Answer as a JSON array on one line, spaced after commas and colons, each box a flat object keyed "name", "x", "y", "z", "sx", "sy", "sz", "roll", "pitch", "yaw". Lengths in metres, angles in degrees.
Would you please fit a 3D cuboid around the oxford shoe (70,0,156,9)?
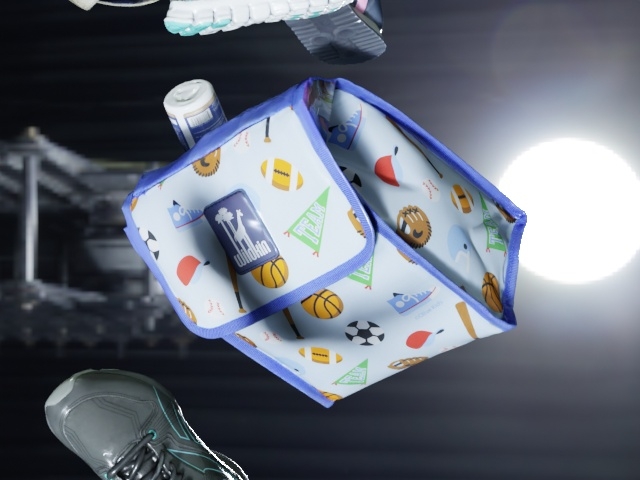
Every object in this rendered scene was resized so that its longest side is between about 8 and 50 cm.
[{"name": "oxford shoe", "x": -0.178, "y": -0.280, "z": 1.333, "sx": 0.130, "sy": 0.123, "sz": 0.348, "roll": 51, "pitch": -151, "yaw": 1}]

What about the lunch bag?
[{"name": "lunch bag", "x": 0.000, "y": 0.000, "z": 1.652, "sx": 0.385, "sy": 0.328, "sz": 0.239, "roll": 39, "pitch": -138, "yaw": -29}]

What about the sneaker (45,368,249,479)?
[{"name": "sneaker", "x": -0.141, "y": 0.212, "z": 1.286, "sx": 0.267, "sy": 0.101, "sz": 0.106, "roll": 41, "pitch": -175, "yaw": -34}]

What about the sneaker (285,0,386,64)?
[{"name": "sneaker", "x": -0.008, "y": -0.315, "z": 1.536, "sx": 0.319, "sy": 0.112, "sz": 0.131, "roll": 55, "pitch": -151, "yaw": -66}]

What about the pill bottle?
[{"name": "pill bottle", "x": -0.151, "y": -0.141, "z": 1.788, "sx": 0.067, "sy": 0.067, "sz": 0.120, "roll": -77, "pitch": -27, "yaw": -49}]

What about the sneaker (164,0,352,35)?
[{"name": "sneaker", "x": -0.040, "y": -0.203, "z": 1.049, "sx": 0.065, "sy": 0.166, "sz": 0.076, "roll": 179, "pitch": 81, "yaw": -70}]
